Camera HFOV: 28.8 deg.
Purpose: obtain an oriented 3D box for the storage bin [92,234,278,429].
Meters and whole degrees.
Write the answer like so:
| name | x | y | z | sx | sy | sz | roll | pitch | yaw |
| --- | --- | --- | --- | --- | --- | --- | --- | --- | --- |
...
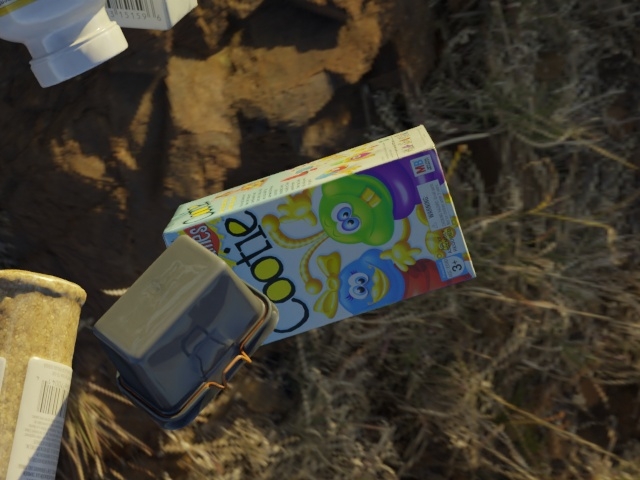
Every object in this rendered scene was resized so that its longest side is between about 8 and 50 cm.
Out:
| name | x | y | z | sx | sy | sz | roll | pitch | yaw |
| --- | --- | --- | --- | --- | --- | --- | --- | --- | --- |
| storage bin | -0.107 | 0.069 | 0.975 | 0.135 | 0.098 | 0.091 | -48 | 146 | -14 |

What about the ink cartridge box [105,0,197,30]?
| name | x | y | z | sx | sy | sz | roll | pitch | yaw |
| --- | --- | --- | --- | --- | --- | --- | --- | --- | --- |
| ink cartridge box | -0.252 | -0.300 | 1.030 | 0.060 | 0.275 | 0.239 | -56 | 147 | -48 |

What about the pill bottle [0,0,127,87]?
| name | x | y | z | sx | sy | sz | roll | pitch | yaw |
| --- | --- | --- | --- | --- | --- | --- | --- | --- | --- |
| pill bottle | -0.218 | -0.213 | 0.931 | 0.103 | 0.103 | 0.184 | -29 | 107 | -14 |

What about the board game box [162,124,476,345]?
| name | x | y | z | sx | sy | sz | roll | pitch | yaw |
| --- | --- | --- | --- | --- | --- | --- | --- | --- | --- |
| board game box | 0.000 | 0.000 | 1.267 | 0.275 | 0.144 | 0.142 | -18 | 102 | 5 |

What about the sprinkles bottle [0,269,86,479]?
| name | x | y | z | sx | sy | sz | roll | pitch | yaw |
| --- | --- | --- | --- | --- | --- | --- | --- | --- | --- |
| sprinkles bottle | -0.328 | 0.214 | 1.287 | 0.121 | 0.121 | 0.355 | 11 | 76 | -17 |
